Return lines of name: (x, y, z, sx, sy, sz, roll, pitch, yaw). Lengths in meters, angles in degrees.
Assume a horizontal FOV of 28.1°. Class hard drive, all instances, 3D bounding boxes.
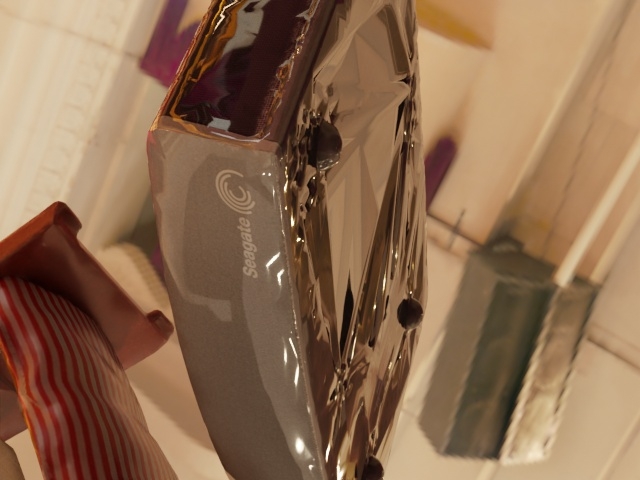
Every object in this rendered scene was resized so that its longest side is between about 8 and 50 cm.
hard drive: (0.000, 0.000, 0.474, 0.054, 0.255, 0.172, 7, -129, 13)

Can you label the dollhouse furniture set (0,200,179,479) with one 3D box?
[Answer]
dollhouse furniture set: (-0.165, 0.051, 0.453, 0.201, 0.152, 0.374, 59, -178, 38)
